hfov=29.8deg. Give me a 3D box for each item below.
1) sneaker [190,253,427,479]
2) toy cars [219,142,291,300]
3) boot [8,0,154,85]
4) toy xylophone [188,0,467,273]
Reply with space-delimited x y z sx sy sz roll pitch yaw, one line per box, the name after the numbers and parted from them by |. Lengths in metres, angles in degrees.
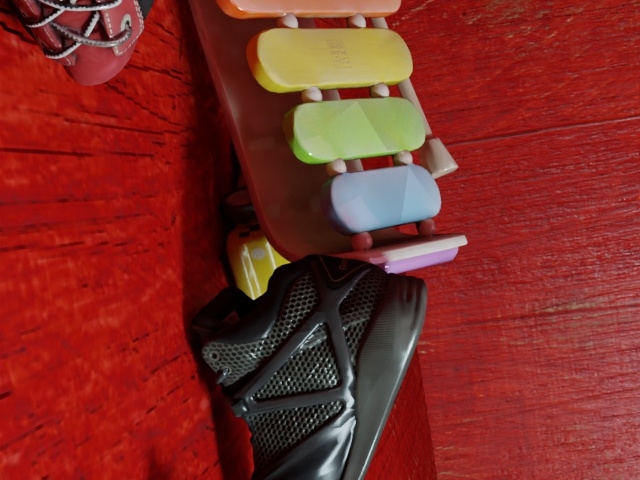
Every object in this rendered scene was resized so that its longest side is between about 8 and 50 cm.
-0.028 0.112 0.741 0.087 0.130 0.227 -63 172 -78 | sneaker
0.000 0.000 0.999 0.394 0.087 0.176 43 39 -77 | toy cars
-0.102 -0.104 0.416 0.244 0.089 0.176 -94 173 -52 | boot
0.012 -0.129 0.841 0.236 0.081 0.322 -24 91 -49 | toy xylophone
